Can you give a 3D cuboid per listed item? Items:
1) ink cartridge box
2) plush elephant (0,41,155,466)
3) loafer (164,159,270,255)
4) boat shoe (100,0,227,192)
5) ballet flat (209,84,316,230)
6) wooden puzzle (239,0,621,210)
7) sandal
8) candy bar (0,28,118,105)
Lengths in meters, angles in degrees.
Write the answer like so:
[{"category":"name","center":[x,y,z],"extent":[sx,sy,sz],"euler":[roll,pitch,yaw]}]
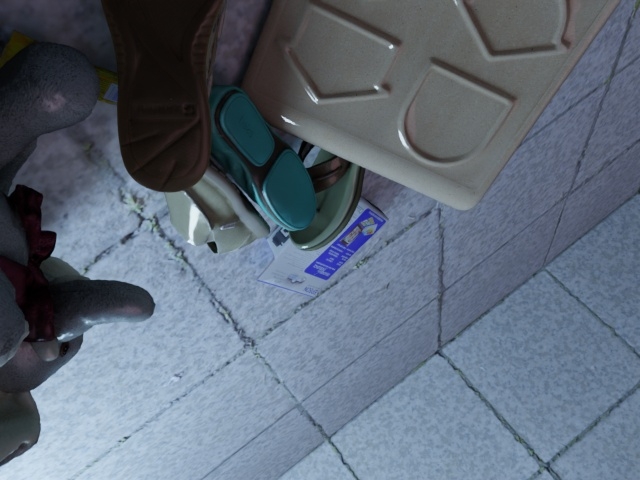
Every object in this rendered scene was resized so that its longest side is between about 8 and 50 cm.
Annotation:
[{"category":"ink cartridge box","center":[0.000,0.000,1.038],"extent":[0.208,0.045,0.206],"euler":[-47,152,9]},{"category":"plush elephant","center":[-0.281,0.047,0.541],"extent":[0.330,0.271,0.255],"euler":[-19,143,19]},{"category":"loafer","center":[-0.146,-0.046,0.732],"extent":[0.092,0.102,0.268],"euler":[-43,150,-2]},{"category":"boat shoe","center":[-0.136,-0.188,0.527],"extent":[0.105,0.089,0.285],"euler":[5,110,-14]},{"category":"ballet flat","center":[-0.083,-0.102,0.743],"extent":[0.083,0.087,0.247],"euler":[-56,144,-15]},{"category":"wooden puzzle","center":[0.111,-0.227,0.671],"extent":[0.080,0.322,0.347],"euler":[-78,-165,-52]},{"category":"sandal","center":[0.014,-0.124,0.833],"extent":[0.086,0.120,0.302],"euler":[6,122,-33]},{"category":"candy bar","center":[-0.221,-0.153,0.577],"extent":[0.040,0.018,0.162],"euler":[-48,152,21]}]
